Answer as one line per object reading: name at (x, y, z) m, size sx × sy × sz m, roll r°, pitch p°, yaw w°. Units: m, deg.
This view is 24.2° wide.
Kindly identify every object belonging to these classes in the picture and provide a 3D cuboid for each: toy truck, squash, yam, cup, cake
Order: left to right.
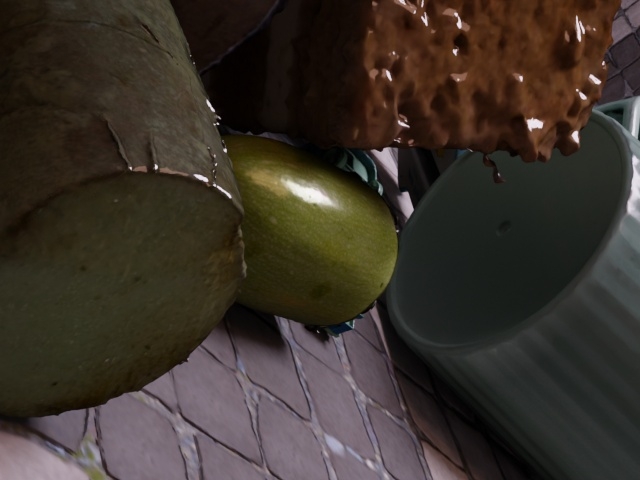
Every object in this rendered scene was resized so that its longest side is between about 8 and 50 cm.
yam at (-0.130, -0.052, 0.740) m, size 0.161 × 0.161 × 0.268 m, roll 38°, pitch 20°, yaw -45°
squash at (-0.034, -0.014, 0.996) m, size 0.187 × 0.123 × 0.123 m, roll 27°, pitch 31°, yaw -59°
toy truck at (0.000, 0.000, 1.186) m, size 0.067 × 0.081 × 0.175 m, roll 40°, pitch 40°, yaw -39°
cake at (0.051, -0.205, 1.101) m, size 0.256 × 0.282 × 0.290 m, roll -1°, pitch 14°, yaw -36°
cup at (0.278, 0.068, 1.381) m, size 0.392 × 0.310 × 0.401 m, roll 41°, pitch 27°, yaw -30°

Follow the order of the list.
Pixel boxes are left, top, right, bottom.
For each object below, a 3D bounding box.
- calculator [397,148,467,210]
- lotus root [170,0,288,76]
calculator at (0.120, -0.163, 1.473) m, size 0.256 × 0.055 × 0.386 m, roll -104°, pitch -171°, yaw -53°
lotus root at (-0.137, -0.239, 0.931) m, size 0.192 × 0.272 × 0.272 m, roll 23°, pitch 33°, yaw -43°
